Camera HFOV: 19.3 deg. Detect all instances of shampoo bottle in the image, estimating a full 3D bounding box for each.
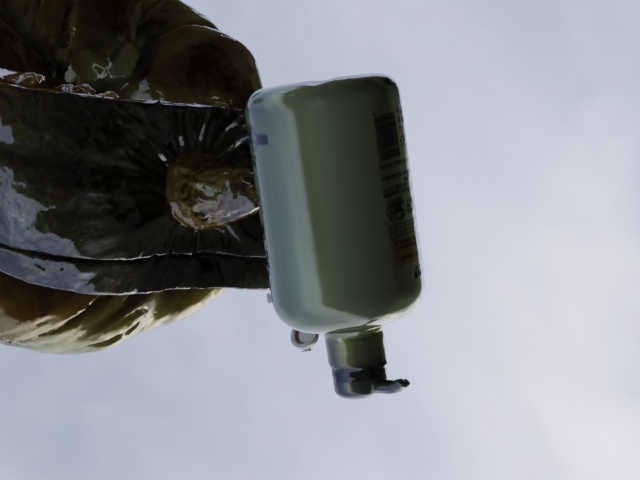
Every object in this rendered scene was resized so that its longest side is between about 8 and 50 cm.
[{"bbox_3d":[0.011,0.000,0.948,0.079,0.079,0.162,-14,-81,-48],"label":"shampoo bottle"}]

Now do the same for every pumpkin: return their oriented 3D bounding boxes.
[{"bbox_3d":[-0.135,-0.035,1.211,0.248,0.131,0.126,8,-172,4],"label":"pumpkin"}]

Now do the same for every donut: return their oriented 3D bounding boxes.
[{"bbox_3d":[-0.211,-0.071,1.604,0.360,0.170,0.360,5,-100,-28],"label":"donut"}]

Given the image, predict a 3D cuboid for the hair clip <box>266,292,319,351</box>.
[{"bbox_3d":[0.000,0.000,1.880,0.072,0.034,0.226,52,-136,-37],"label":"hair clip"}]
